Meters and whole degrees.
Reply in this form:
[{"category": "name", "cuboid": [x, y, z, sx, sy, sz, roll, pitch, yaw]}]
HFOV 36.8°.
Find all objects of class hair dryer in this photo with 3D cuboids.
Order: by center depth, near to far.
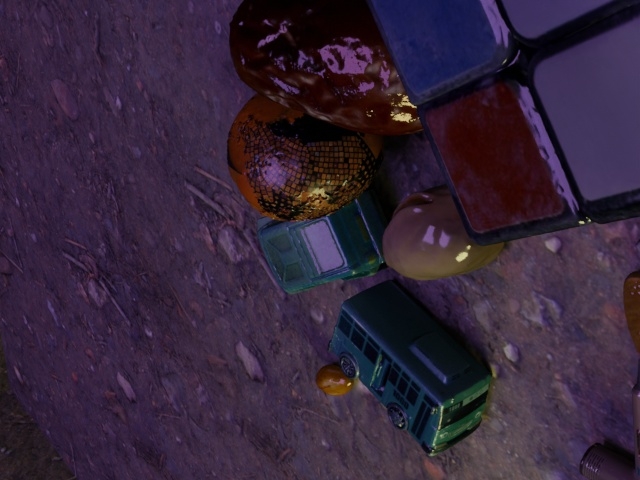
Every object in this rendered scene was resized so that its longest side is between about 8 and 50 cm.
[{"category": "hair dryer", "cuboid": [0.436, 0.257, 1.218, 0.195, 0.054, 0.220, 28, 126, 41]}]

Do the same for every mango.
[{"category": "mango", "cuboid": [0.028, 0.258, 1.775, 0.089, 0.046, 0.060, -14, 99, 52]}]

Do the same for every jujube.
[{"category": "jujube", "cuboid": [0.045, -0.244, 1.213, 0.318, 0.223, 0.223, 12, 124, 23]}]

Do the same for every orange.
[{"category": "orange", "cuboid": [-0.022, -0.132, 1.383, 0.234, 0.234, 0.182, 12, 122, 51]}]

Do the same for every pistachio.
[{"category": "pistachio", "cuboid": [0.164, -0.006, 1.341, 0.152, 0.126, 0.223, 33, 153, -18]}]

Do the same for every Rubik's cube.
[{"category": "Rubik's cube", "cuboid": [0.275, -0.207, 0.876, 0.316, 0.318, 0.313, -15, 101, 57]}]

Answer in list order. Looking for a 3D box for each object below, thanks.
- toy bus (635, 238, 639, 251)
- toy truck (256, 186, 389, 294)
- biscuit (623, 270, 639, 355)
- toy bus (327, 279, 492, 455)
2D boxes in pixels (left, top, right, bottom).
[{"category": "toy bus", "cuboid": [0.411, -0.025, 1.031, 0.057, 0.072, 0.172, 52, 146, 11]}, {"category": "toy truck", "cuboid": [0.000, 0.000, 1.543, 0.279, 0.156, 0.155, -17, 97, 56]}, {"category": "biscuit", "cuboid": [0.440, 0.124, 1.130, 0.220, 0.029, 0.142, 45, 141, 26]}, {"category": "toy bus", "cuboid": [0.140, 0.193, 1.503, 0.256, 0.128, 0.147, 44, 141, 31]}]
